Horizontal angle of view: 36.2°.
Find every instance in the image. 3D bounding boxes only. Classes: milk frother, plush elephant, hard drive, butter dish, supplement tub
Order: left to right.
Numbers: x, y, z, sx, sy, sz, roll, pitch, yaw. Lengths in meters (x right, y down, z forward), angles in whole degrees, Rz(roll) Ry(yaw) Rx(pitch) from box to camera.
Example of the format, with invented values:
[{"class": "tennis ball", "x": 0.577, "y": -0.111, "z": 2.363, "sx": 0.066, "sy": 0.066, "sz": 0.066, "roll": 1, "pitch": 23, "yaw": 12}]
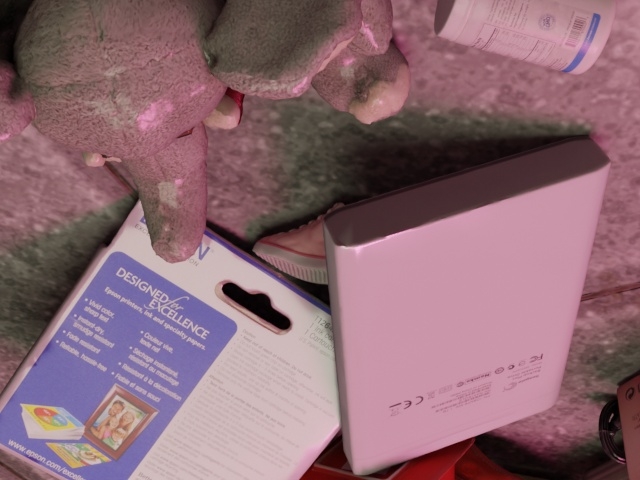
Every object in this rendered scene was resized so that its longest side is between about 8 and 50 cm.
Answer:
[{"class": "plush elephant", "x": -0.095, "y": -0.116, "z": 0.604, "sx": 0.271, "sy": 0.255, "sz": 0.330, "roll": -3, "pitch": 138, "yaw": 11}, {"class": "butter dish", "x": 0.074, "y": 0.274, "z": 1.056, "sx": 0.160, "sy": 0.160, "sz": 0.118, "roll": 3, "pitch": 114, "yaw": 42}, {"class": "hard drive", "x": 0.125, "y": 0.076, "z": 0.889, "sx": 0.233, "sy": 0.047, "sz": 0.353, "roll": -17, "pitch": 140, "yaw": -10}, {"class": "supplement tub", "x": 0.138, "y": -0.158, "z": 0.663, "sx": 0.107, "sy": 0.071, "sz": 0.071, "roll": 14, "pitch": 139, "yaw": -7}, {"class": "milk frother", "x": 0.342, "y": 0.253, "z": 1.101, "sx": 0.143, "sy": 0.129, "sz": 0.135, "roll": 55, "pitch": 133, "yaw": 12}]

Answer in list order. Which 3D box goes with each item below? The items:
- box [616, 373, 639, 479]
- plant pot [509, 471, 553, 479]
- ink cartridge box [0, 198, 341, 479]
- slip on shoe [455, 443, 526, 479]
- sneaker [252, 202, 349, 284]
[{"class": "box", "x": 0.397, "y": 0.240, "z": 0.957, "sx": 0.148, "sy": 0.232, "sz": 0.127, "roll": 27, "pitch": 135, "yaw": -20}, {"class": "plant pot", "x": 0.252, "y": 0.359, "z": 1.219, "sx": 0.109, "sy": 0.109, "sz": 0.096, "roll": 11, "pitch": 154, "yaw": -5}, {"class": "ink cartridge box", "x": -0.131, "y": 0.143, "z": 0.984, "sx": 0.303, "sy": 0.072, "sz": 0.307, "roll": 34, "pitch": 100, "yaw": -15}, {"class": "slip on shoe", "x": 0.261, "y": 0.338, "z": 1.115, "sx": 0.331, "sy": 0.101, "sz": 0.123, "roll": 32, "pitch": 151, "yaw": 10}, {"class": "sneaker", "x": 0.000, "y": 0.000, "z": 0.890, "sx": 0.134, "sy": 0.070, "sz": 0.051, "roll": 10, "pitch": 160, "yaw": 45}]
